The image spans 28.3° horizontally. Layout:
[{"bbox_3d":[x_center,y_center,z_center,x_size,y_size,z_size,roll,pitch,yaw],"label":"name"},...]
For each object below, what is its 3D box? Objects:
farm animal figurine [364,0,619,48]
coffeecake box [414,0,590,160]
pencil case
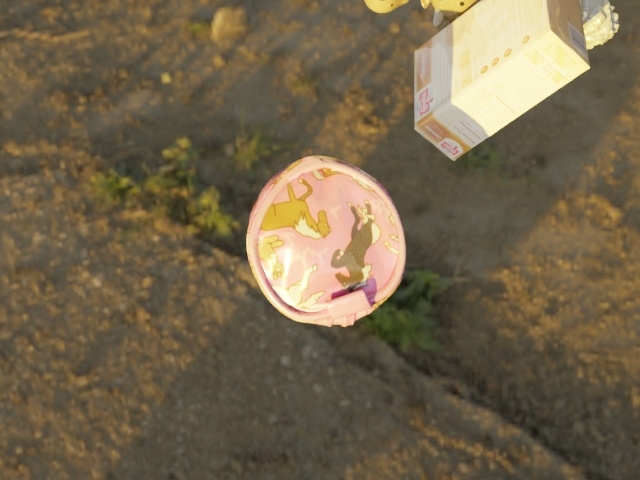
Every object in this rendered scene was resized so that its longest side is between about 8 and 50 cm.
[{"bbox_3d":[0.156,-0.316,1.501,0.330,0.327,0.172,15,79,34],"label":"farm animal figurine"},{"bbox_3d":[0.189,-0.195,1.360,0.185,0.068,0.142,-34,34,32],"label":"coffeecake box"},{"bbox_3d":[0.000,0.000,1.367,0.167,0.386,0.160,34,89,-1],"label":"pencil case"}]
